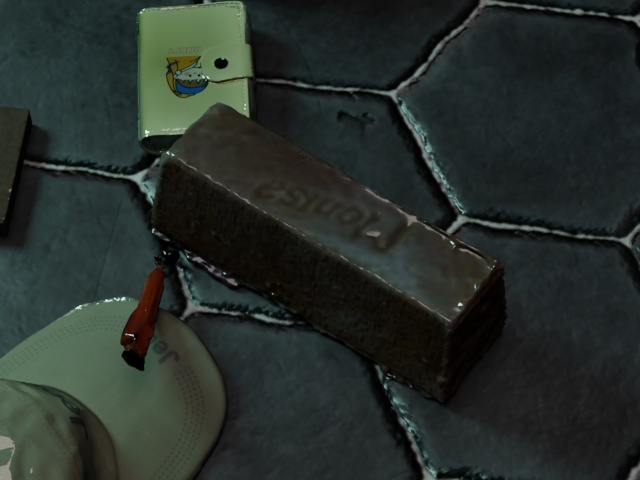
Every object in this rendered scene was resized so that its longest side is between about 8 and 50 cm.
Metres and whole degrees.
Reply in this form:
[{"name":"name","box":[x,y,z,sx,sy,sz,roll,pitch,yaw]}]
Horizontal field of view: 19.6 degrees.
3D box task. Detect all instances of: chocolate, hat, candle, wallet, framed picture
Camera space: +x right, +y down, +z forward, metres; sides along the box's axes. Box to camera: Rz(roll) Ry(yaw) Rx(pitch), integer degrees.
[{"name":"chocolate","box":[0.000,0.000,1.555,0.321,0.112,0.112,31,60,19]},{"name":"hat","box":[-0.205,0.128,1.464,0.214,0.149,0.245,31,72,19]},{"name":"candle","box":[-0.142,0.051,1.534,0.026,0.021,0.167,14,31,-2]},{"name":"wallet","box":[-0.113,-0.149,1.699,0.110,0.039,0.155,-5,56,1]},{"name":"framed picture","box":[-0.352,-0.068,1.654,0.168,0.023,0.128,4,57,3]}]
